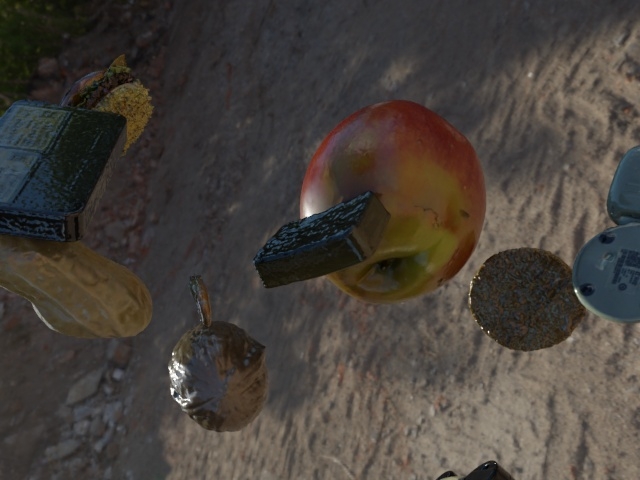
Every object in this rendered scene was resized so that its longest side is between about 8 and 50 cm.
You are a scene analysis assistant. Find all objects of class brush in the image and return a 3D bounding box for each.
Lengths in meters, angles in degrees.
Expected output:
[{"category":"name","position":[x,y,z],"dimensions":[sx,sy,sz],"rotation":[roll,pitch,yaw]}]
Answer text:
[{"category":"brush","position":[0.000,0.000,1.015],"dimensions":[0.197,0.059,0.123],"rotation":[-19,22,32]}]

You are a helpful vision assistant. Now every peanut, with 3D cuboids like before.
[{"category":"peanut","position":[-0.427,0.064,1.131],"dimensions":[0.152,0.313,0.152],"rotation":[-43,23,23]}]

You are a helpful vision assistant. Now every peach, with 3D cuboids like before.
[{"category":"peach","position":[0.133,-0.074,1.267],"dimensions":[0.370,0.370,0.370],"rotation":[-45,34,43]}]

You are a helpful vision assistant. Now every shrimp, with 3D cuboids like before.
[{"category":"shrimp","position":[-0.168,0.085,0.958],"dimensions":[0.108,0.023,0.059],"rotation":[-131,32,-64]}]

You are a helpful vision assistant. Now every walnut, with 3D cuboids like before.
[{"category":"walnut","position":[-0.161,0.221,1.101],"dimensions":[0.230,0.178,0.178],"rotation":[-174,103,-77]}]

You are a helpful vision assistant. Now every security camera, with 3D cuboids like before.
[{"category":"security camera","position":[0.487,-0.009,1.021],"dimensions":[0.157,0.080,0.301],"rotation":[15,72,39]}]

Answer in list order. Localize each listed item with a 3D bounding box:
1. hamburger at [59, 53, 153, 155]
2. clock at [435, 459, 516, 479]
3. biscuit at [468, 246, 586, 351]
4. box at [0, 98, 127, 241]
[{"category":"hamburger","position":[-0.484,-0.273,1.536],"dimensions":[0.261,0.139,0.243],"rotation":[-49,-3,-29]},{"category":"clock","position":[0.268,0.588,1.438],"dimensions":[0.276,0.120,0.379],"rotation":[-43,-9,-27]},{"category":"biscuit","position":[0.387,0.113,1.283],"dimensions":[0.220,0.220,0.033],"rotation":[-57,-1,27]},{"category":"box","position":[-0.457,-0.127,1.133],"dimensions":[0.350,0.211,0.058],"rotation":[-90,9,-54]}]
